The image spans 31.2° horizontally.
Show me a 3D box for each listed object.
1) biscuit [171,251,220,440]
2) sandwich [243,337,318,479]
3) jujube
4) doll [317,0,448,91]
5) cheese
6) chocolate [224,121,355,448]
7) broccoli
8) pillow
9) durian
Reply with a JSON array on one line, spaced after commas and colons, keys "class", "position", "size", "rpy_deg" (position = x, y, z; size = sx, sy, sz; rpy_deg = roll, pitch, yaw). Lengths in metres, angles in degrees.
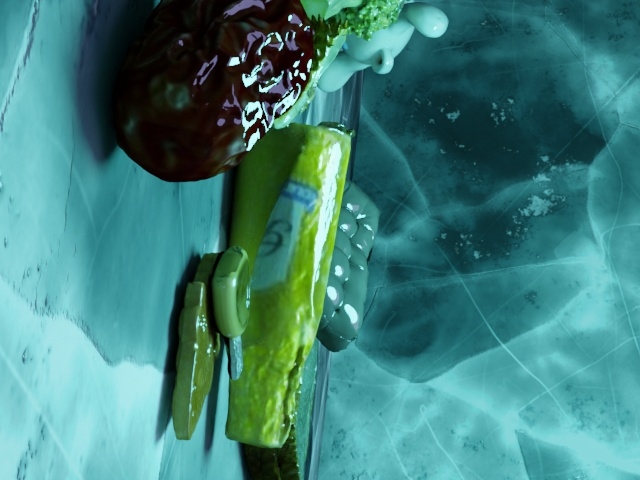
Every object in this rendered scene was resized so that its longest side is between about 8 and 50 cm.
[{"class": "biscuit", "position": [-0.140, 0.117, 1.306], "size": [0.162, 0.035, 0.250], "rpy_deg": [81, 10, -49]}, {"class": "sandwich", "position": [-0.059, 0.252, 1.937], "size": [0.271, 0.099, 0.301], "rpy_deg": [81, 13, -54]}, {"class": "jujube", "position": [-0.094, -0.144, 1.003], "size": [0.230, 0.155, 0.155], "rpy_deg": [-69, 164, -49]}, {"class": "doll", "position": [0.102, -0.507, 2.302], "size": [0.187, 0.376, 0.366], "rpy_deg": [14, 68, -50]}, {"class": "cheese", "position": [-0.104, 0.094, 1.350], "size": [0.086, 0.036, 0.163], "rpy_deg": [-76, 168, -60]}, {"class": "chocolate", "position": [-0.050, 0.056, 1.547], "size": [0.162, 0.162, 0.446], "rpy_deg": [39, 57, -83]}, {"class": "broccoli", "position": [0.037, -0.473, 2.076], "size": [0.243, 0.263, 0.247], "rpy_deg": [-45, 111, -43]}, {"class": "pillow", "position": [0.000, 0.000, 1.881], "size": [0.228, 0.101, 0.326], "rpy_deg": [46, 33, -29]}, {"class": "durian", "position": [-0.043, -0.228, 1.490], "size": [0.252, 0.144, 0.139], "rpy_deg": [-81, 178, -75]}]
